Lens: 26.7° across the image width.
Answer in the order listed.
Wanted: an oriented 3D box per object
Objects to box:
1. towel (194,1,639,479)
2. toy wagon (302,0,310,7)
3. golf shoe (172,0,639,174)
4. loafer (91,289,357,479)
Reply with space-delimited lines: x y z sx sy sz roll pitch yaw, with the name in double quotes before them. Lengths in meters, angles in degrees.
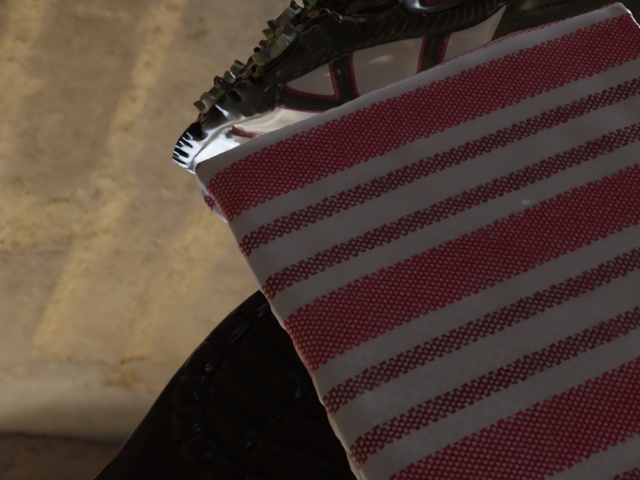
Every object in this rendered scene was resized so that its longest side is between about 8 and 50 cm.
"towel" 0.067 0.024 0.346 0.144 0.197 0.029 -21 -36 -15
"toy wagon" 0.023 -0.271 1.248 0.068 0.344 0.267 -22 -25 13
"golf shoe" 0.039 -0.070 0.598 0.273 0.120 0.105 -27 21 43
"loafer" -0.027 0.133 0.580 0.366 0.134 0.130 -38 -38 -23
